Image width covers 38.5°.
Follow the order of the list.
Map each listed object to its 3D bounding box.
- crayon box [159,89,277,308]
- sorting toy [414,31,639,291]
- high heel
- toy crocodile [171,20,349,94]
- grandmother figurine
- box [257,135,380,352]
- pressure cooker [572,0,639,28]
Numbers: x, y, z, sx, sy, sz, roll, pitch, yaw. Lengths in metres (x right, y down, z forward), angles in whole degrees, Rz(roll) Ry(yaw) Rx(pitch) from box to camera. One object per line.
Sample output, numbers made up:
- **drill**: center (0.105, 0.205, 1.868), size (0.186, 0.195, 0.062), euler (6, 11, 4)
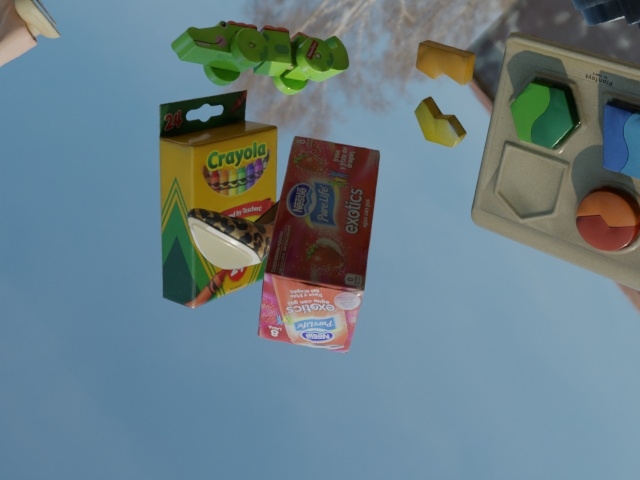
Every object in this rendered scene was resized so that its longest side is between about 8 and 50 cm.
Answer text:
- **crayon box**: center (-0.163, -0.071, 1.480), size (0.081, 0.318, 0.202), euler (16, -155, 35)
- **sorting toy**: center (0.219, -0.091, 0.938), size (0.307, 0.229, 0.041), euler (24, -145, 30)
- **high heel**: center (-0.096, -0.044, 1.333), size (0.261, 0.093, 0.186), euler (36, -125, -48)
- **toy crocodile**: center (-0.094, -0.328, 1.593), size (0.341, 0.115, 0.105), euler (2, -105, -32)
- **grandmother figurine**: center (-0.483, -0.194, 1.111), size (0.104, 0.342, 0.208), euler (56, 178, -24)
- **box**: center (0.000, 0.000, 1.175), size (0.123, 0.128, 0.257), euler (10, -133, 0)
- **pressure cooker**: center (0.563, -0.550, 1.541), size (0.420, 0.370, 0.375), euler (63, 179, -11)
